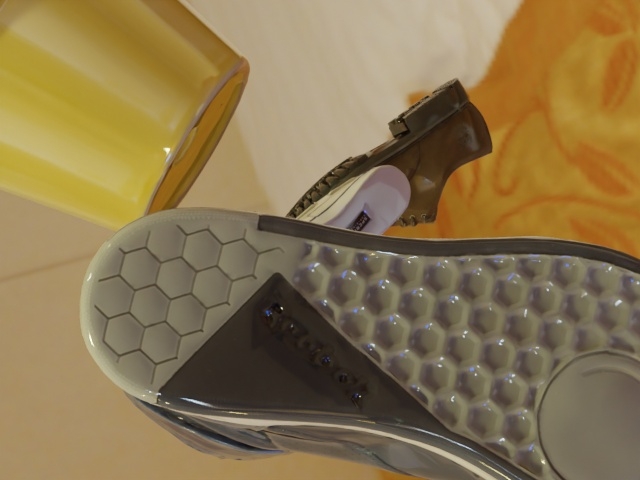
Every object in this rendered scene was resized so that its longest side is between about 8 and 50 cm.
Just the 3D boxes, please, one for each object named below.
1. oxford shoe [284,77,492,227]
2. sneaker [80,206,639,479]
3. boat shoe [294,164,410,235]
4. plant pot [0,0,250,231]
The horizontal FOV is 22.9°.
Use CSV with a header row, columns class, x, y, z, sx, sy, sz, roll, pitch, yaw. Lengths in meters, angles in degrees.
class,x,y,z,sx,sy,sz,roll,pitch,yaw
oxford shoe,0.055,-0.038,1.378,0.096,0.227,0.083,54,180,-9
sneaker,0.032,0.045,0.544,0.163,0.226,0.086,129,155,-78
boat shoe,0.000,0.000,0.751,0.035,0.100,0.035,52,154,-17
plant pot,-0.195,-0.129,1.207,0.239,0.254,0.254,31,144,4
